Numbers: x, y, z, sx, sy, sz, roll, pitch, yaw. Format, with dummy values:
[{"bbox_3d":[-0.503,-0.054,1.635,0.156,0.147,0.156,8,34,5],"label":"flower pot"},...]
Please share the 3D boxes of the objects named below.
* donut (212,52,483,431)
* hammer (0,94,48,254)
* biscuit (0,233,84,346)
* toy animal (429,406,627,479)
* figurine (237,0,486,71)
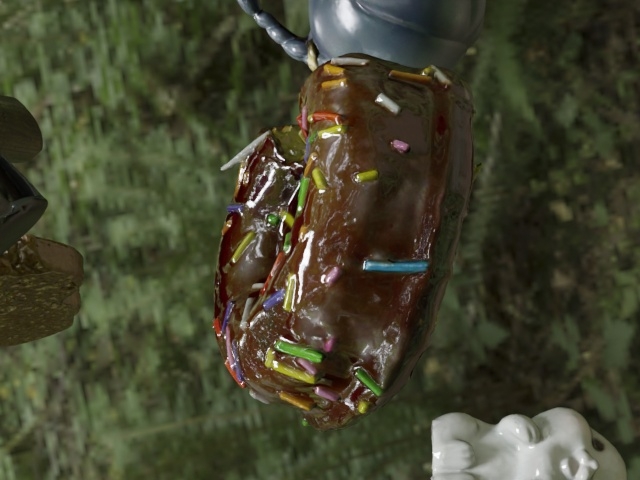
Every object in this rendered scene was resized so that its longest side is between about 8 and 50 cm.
[{"bbox_3d":[0.001,0.000,0.903,0.230,0.096,0.216,-2,72,69],"label":"donut"},{"bbox_3d":[-0.292,-0.086,1.207,0.242,0.095,0.409,49,-177,1],"label":"hammer"},{"bbox_3d":[-0.318,0.037,1.332,0.183,0.319,0.047,-29,67,31],"label":"biscuit"},{"bbox_3d":[0.197,0.240,1.529,0.178,0.193,0.127,102,170,-66],"label":"toy animal"},{"bbox_3d":[0.035,-0.257,1.494,0.265,0.175,0.197,37,124,31],"label":"figurine"}]
